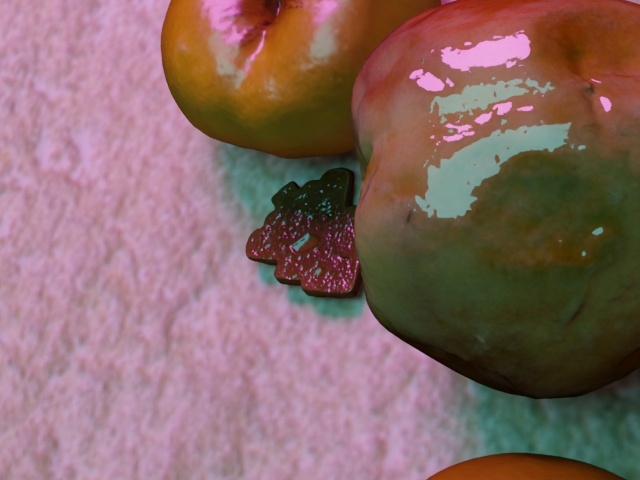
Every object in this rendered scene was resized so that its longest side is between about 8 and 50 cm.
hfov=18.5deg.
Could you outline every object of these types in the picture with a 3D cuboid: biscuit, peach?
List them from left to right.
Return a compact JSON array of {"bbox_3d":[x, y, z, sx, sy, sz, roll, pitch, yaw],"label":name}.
[{"bbox_3d":[-0.013,-0.133,1.176,0.179,0.103,0.179,-9,71,27],"label":"peach"},{"bbox_3d":[0.000,0.000,1.171,0.082,0.016,0.092,-42,57,5],"label":"biscuit"},{"bbox_3d":[0.130,-0.023,1.004,0.236,0.214,0.214,0,72,13],"label":"peach"}]

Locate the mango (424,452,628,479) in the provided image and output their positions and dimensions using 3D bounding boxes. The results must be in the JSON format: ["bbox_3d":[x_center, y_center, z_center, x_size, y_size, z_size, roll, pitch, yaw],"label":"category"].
[{"bbox_3d":[0.133,0.200,0.927,0.254,0.139,0.175,30,50,32],"label":"mango"}]
